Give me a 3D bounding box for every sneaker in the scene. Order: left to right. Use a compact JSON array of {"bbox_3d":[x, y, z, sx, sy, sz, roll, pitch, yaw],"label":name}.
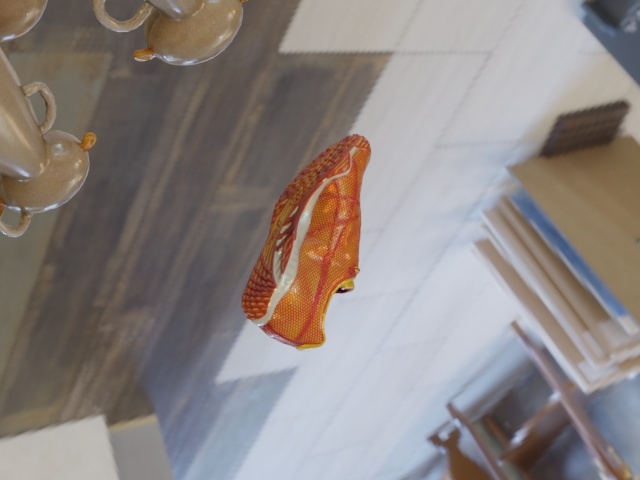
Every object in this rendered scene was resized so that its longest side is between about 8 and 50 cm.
[{"bbox_3d":[0.000,0.000,0.808,0.067,0.175,0.064,38,148,-25],"label":"sneaker"}]

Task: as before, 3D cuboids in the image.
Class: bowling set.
[{"bbox_3d":[-0.190,-0.101,0.549,0.287,0.200,0.154,-35,152,-2],"label":"bowling set"}]
